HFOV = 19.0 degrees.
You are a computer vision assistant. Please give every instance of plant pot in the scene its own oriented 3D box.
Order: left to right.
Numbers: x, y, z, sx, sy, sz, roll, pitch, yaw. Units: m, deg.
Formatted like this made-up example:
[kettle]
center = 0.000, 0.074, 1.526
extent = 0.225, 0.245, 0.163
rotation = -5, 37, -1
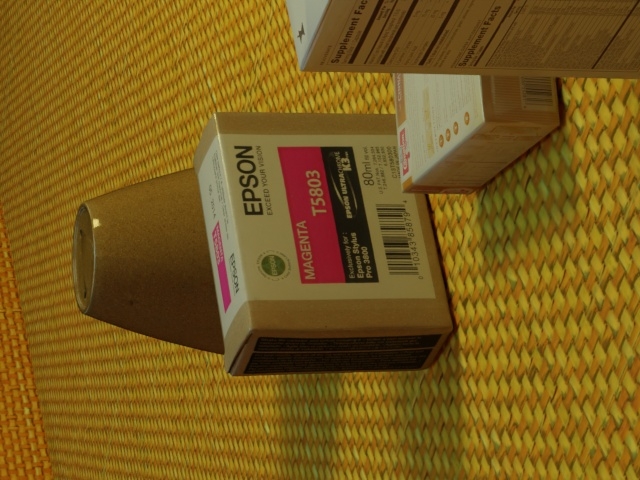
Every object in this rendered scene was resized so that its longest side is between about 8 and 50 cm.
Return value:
[plant pot]
center = -0.126, 0.016, 2.016
extent = 0.237, 0.254, 0.237
rotation = -179, 90, -72

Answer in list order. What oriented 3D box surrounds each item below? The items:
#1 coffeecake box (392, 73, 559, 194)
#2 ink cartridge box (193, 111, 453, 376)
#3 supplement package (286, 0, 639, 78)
[coffeecake box]
center = 0.122, -0.131, 1.558
extent = 0.185, 0.068, 0.142
rotation = 139, 130, -66
[ink cartridge box]
center = 0.000, 0.000, 1.730
extent = 0.088, 0.193, 0.234
rotation = 118, 146, -55
[supplement package]
center = 0.118, -0.243, 1.264
extent = 0.198, 0.263, 0.199
rotation = 118, 146, -55
